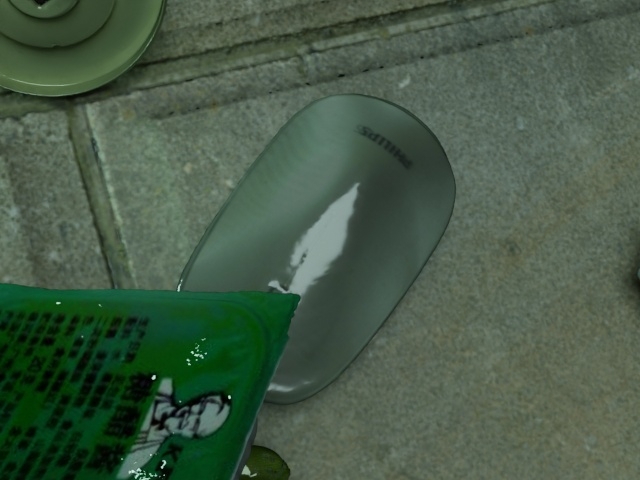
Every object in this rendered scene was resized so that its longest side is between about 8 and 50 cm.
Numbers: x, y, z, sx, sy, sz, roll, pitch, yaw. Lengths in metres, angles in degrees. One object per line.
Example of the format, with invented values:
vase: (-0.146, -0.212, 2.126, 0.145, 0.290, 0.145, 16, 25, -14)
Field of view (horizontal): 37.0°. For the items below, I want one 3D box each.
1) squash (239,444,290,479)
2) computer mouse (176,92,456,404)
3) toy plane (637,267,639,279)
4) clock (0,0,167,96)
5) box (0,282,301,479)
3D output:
squash: (-0.118, 0.212, 0.862, 0.183, 0.052, 0.052, -1, 74, -6)
computer mouse: (0.000, -0.002, 0.922, 0.197, 0.095, 0.331, 32, 71, 6)
toy plane: (0.450, 0.052, 0.959, 0.266, 0.122, 0.267, 2, 75, -6)
clock: (-0.262, -0.244, 0.896, 0.234, 0.235, 0.029, -4, 35, -10)
box: (-0.188, 0.165, 0.770, 0.336, 0.106, 0.264, 1, 47, 24)
